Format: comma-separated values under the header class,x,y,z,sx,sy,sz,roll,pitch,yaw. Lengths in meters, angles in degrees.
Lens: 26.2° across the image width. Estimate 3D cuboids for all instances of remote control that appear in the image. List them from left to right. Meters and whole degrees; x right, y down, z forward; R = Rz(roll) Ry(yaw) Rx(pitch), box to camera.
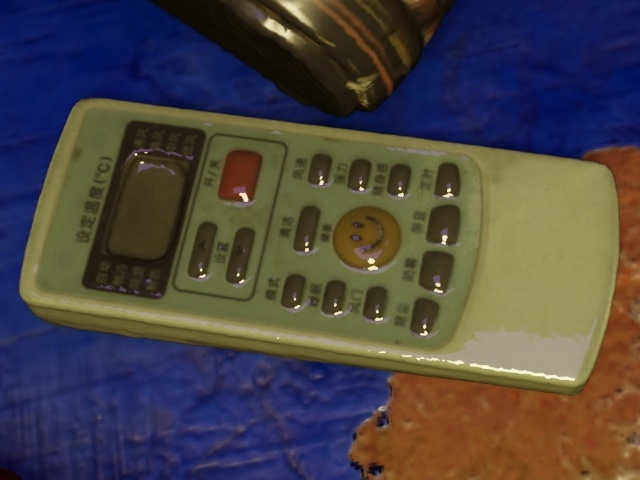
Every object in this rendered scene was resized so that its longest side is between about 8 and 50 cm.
class,x,y,z,sx,sy,sz,roll,pitch,yaw
remote control,0.000,0.000,0.672,0.285,0.038,0.123,9,68,12

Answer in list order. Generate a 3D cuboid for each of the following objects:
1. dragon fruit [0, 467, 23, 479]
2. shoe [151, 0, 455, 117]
class,x,y,z,sx,sy,sz,roll,pitch,yaw
dragon fruit,-0.176,0.137,0.544,0.302,0.240,0.330,-14,43,-44
shoe,-0.058,-0.252,0.713,0.384,0.171,0.237,36,83,19
